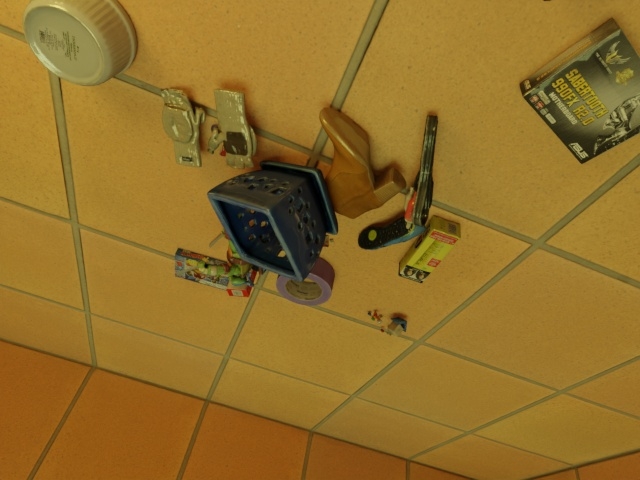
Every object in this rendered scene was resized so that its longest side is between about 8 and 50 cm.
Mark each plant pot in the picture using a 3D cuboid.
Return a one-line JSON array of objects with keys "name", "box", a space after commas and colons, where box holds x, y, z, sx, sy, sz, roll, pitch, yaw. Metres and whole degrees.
[{"name": "plant pot", "box": [-0.101, -0.069, 1.077, 0.236, 0.212, 0.235, 17, 141, 39]}]

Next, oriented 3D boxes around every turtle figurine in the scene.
[{"name": "turtle figurine", "box": [-0.297, 0.004, 1.251, 0.275, 0.198, 0.266, 31, 122, 27]}]

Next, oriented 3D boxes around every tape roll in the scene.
[{"name": "tape roll", "box": [-0.050, 0.133, 1.430, 0.189, 0.080, 0.188, 7, 139, 6]}]

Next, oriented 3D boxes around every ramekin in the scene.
[{"name": "ramekin", "box": [-0.512, -0.430, 0.903, 0.208, 0.108, 0.207, 7, 139, 6]}]

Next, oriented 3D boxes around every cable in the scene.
[{"name": "cable", "box": [0.231, -0.148, 1.014, 0.072, 0.139, 0.287, 8, 136, 19]}]

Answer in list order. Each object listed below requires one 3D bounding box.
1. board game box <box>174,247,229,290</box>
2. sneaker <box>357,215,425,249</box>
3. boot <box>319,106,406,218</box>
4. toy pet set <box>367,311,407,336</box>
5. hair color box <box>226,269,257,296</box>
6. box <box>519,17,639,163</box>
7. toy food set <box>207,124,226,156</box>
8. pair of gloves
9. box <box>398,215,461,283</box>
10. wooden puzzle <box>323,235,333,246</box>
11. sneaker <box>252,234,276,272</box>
[{"name": "board game box", "box": [-0.417, 0.107, 1.523, 0.202, 0.035, 0.136, 17, 138, -5]}, {"name": "sneaker", "box": [0.202, -0.013, 1.218, 0.082, 0.069, 0.210, 12, 156, -43]}, {"name": "boot", "box": [0.047, -0.170, 1.059, 0.295, 0.104, 0.211, 39, 136, -24]}, {"name": "toy pet set", "box": [0.255, 0.297, 1.567, 0.114, 0.065, 0.122, 18, 151, 52]}, {"name": "hair color box", "box": [-0.256, 0.119, 1.417, 0.072, 0.141, 0.043, 3, 138, 11]}, {"name": "box", "box": [0.545, -0.282, 0.845, 0.231, 0.056, 0.183, 35, 134, -24]}, {"name": "toy food set", "box": [-0.248, -0.257, 1.094, 0.078, 0.019, 0.122, 20, 138, -8]}, {"name": "pair of gloves", "box": [-0.270, -0.272, 1.042, 0.241, 0.042, 0.204, 5, 129, 16]}, {"name": "box", "box": [0.314, 0.032, 1.245, 0.088, 0.058, 0.232, 19, 138, -6]}, {"name": "wooden puzzle", "box": [0.000, 0.000, 1.325, 0.084, 0.006, 0.049, 6, 138, 8]}, {"name": "sneaker", "box": [-0.180, 0.014, 1.330, 0.091, 0.081, 0.232, 32, 130, 3]}]
